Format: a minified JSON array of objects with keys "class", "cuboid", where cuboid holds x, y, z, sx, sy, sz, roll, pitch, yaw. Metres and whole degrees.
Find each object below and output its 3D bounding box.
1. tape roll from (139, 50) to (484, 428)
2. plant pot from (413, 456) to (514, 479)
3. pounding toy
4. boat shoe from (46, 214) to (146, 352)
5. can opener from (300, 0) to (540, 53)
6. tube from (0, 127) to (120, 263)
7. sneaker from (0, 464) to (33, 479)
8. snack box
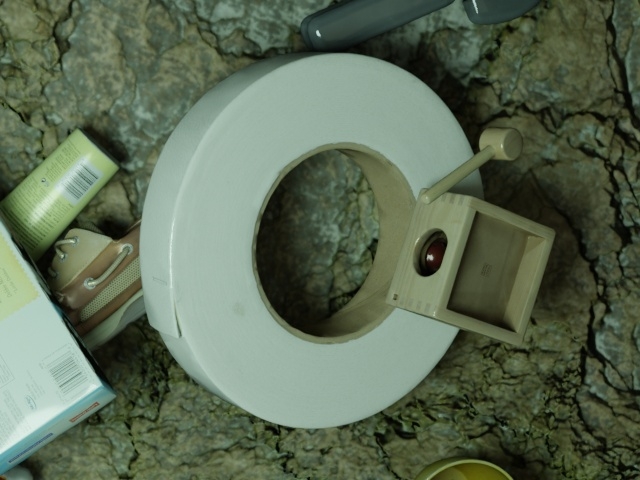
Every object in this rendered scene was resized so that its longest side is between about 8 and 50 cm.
[{"class":"tape roll","cuboid":[0.000,0.000,1.424,0.392,0.072,0.392,-6,102,-32]},{"class":"plant pot","cuboid":[0.148,0.297,1.550,0.134,0.095,0.134,-2,98,-13]},{"class":"pounding toy","cuboid":[0.143,-0.018,1.416,0.181,0.094,0.206,19,86,-35]},{"class":"boat shoe","cuboid":[-0.228,0.037,1.427,0.324,0.123,0.116,-31,99,-16]},{"class":"can opener","cuboid":[0.118,-0.252,1.480,0.280,0.074,0.093,-20,102,-9]},{"class":"tube","cuboid":[-0.310,-0.012,1.430,0.240,0.070,0.062,-47,138,0]},{"class":"sneaker","cuboid":[-0.391,0.301,1.443,0.215,0.084,0.083,-27,105,2]},{"class":"snack box","cuboid":[-0.360,0.070,1.342,0.187,0.060,0.322,-34,71,-4]}]
